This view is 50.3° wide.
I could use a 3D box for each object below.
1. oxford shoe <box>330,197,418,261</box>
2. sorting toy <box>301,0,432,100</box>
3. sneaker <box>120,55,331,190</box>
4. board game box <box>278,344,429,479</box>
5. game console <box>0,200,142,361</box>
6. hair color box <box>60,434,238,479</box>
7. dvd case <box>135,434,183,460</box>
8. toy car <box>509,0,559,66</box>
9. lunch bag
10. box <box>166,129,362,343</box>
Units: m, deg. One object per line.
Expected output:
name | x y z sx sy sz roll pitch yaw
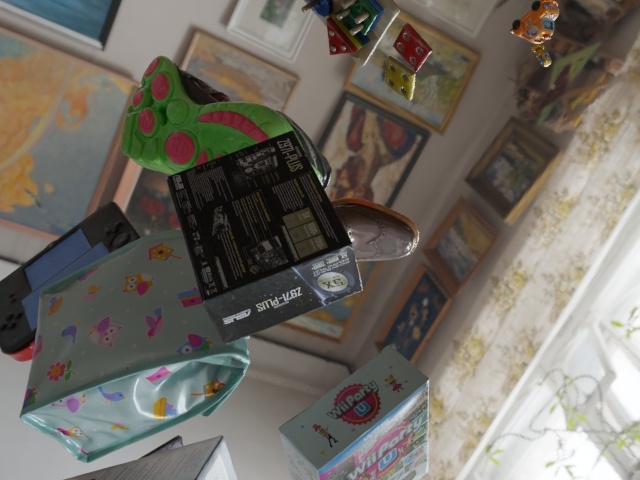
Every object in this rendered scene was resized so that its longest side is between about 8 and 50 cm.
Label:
oxford shoe | 0.000 0.000 1.229 0.363 0.130 0.133 4 -152 -2
sorting toy | 0.028 -0.291 0.874 0.274 0.046 0.132 50 159 2
sneaker | -0.169 -0.159 1.105 0.202 0.185 0.482 21 -170 -47
board game box | 0.065 0.344 1.106 0.224 0.304 0.097 -33 -131 -23
game console | -0.598 0.082 1.606 0.342 0.386 0.060 40 164 47
hair color box | -0.300 0.393 0.952 0.174 0.347 0.105 -36 -70 -83
dvd case | -0.374 0.532 1.435 0.018 0.165 0.221 18 -150 41
toy car | 0.279 -0.250 0.836 0.122 0.060 0.041 8 -125 -54
lunch bag | -0.216 0.119 0.860 0.223 0.262 0.160 -107 -9 -47
box | -0.060 -0.009 0.690 0.147 0.078 0.180 -22 -131 -6
